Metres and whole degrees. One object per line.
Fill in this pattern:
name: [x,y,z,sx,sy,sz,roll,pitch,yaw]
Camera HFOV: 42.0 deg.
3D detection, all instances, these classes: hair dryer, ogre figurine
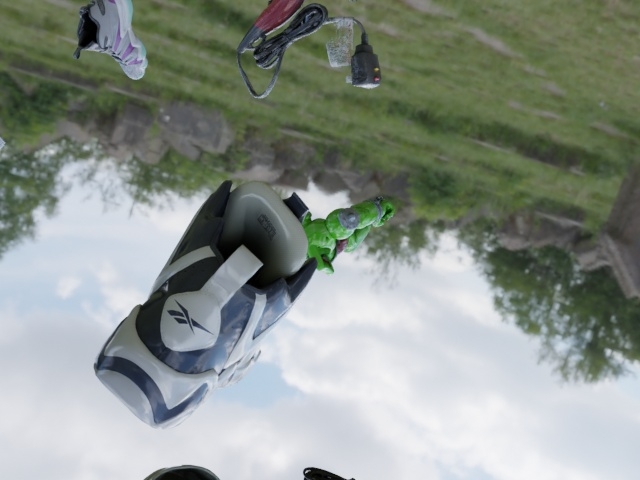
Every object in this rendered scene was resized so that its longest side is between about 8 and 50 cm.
hair dryer: [-0.029,-0.342,1.127,0.223,0.294,0.080,3,-169,20]
ogre figurine: [0.000,0.000,1.104,0.196,0.097,0.118,-10,176,15]

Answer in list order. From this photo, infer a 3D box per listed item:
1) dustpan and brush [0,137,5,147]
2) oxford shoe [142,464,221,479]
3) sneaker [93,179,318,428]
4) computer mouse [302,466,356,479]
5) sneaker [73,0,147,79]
dustpan and brush: [-0.471,-0.154,0.932,0.211,0.060,0.147,23,161,34]
oxford shoe: [-0.243,0.464,1.094,0.169,0.130,0.449,42,-145,-12]
sneaker: [-0.054,0.025,0.586,0.094,0.153,0.235,44,-167,7]
computer mouse: [0.078,0.427,1.214,0.184,0.060,0.262,17,-172,-20]
sneaker: [-0.203,-0.183,0.783,0.038,0.098,0.069,21,-129,30]
